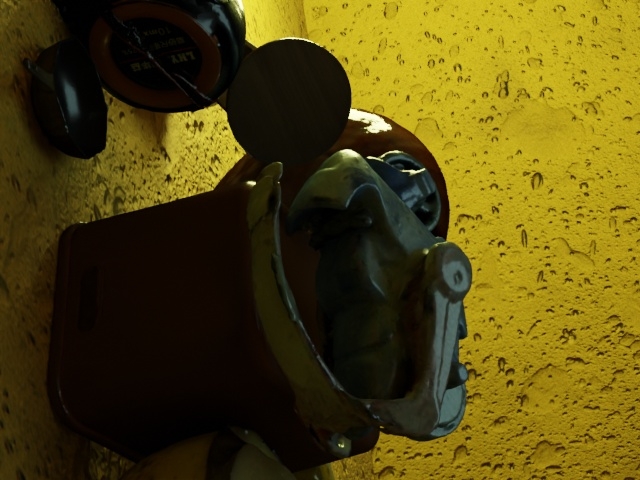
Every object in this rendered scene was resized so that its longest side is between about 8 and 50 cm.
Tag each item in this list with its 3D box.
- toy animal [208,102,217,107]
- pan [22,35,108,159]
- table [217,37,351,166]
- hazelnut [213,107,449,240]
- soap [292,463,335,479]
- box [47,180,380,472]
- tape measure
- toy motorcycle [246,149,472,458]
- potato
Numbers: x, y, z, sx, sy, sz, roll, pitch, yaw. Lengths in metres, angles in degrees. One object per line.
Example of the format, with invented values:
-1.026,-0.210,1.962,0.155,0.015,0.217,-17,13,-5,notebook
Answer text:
-0.203,-0.291,1.512,0.221,0.103,0.131,56,28,-70,toy animal
-0.281,-0.167,1.087,0.202,0.048,0.128,67,15,-60,pan
-0.074,-0.212,1.423,0.227,0.167,0.167,-133,-153,-62,table
0.000,0.000,1.536,0.359,0.409,0.359,34,30,-23,hazelnut
-0.068,0.378,1.475,0.339,0.169,0.305,66,7,-55,soap
-0.099,0.114,1.154,0.339,0.229,0.240,47,32,-52,box
-0.193,-0.259,1.249,0.135,0.202,0.223,-84,158,-43,tape measure
0.053,0.039,1.010,0.241,0.181,0.319,35,44,-60,toy motorcycle
-0.123,0.320,1.051,0.285,0.242,0.243,50,31,-58,potato
